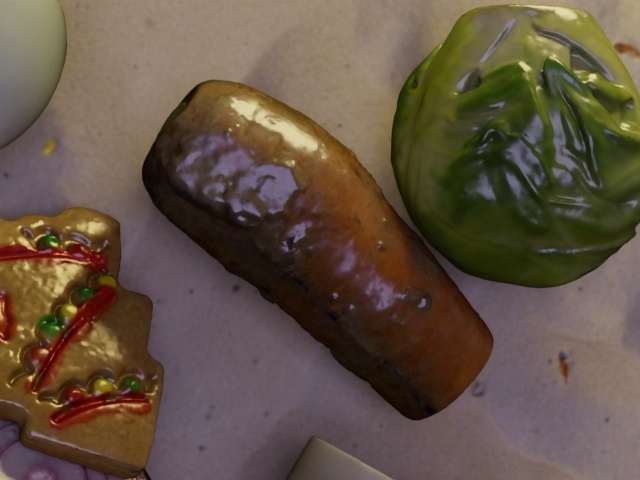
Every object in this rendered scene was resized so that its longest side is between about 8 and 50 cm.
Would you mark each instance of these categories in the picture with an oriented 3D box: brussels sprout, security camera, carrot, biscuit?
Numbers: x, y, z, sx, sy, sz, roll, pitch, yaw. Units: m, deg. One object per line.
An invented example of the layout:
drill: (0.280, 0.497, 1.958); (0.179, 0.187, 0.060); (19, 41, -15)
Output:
brussels sprout: (0.155, -0.070, 1.513); (0.223, 0.161, 0.223); (0, 77, 1)
security camera: (-0.300, -0.140, 1.399); (0.236, 0.194, 0.195); (5, 88, -11)
carrot: (0.000, 0.000, 1.496); (0.302, 0.138, 0.139); (41, 81, -16)
biscuit: (-0.197, 0.072, 1.430); (0.212, 0.041, 0.239); (-25, 70, -39)

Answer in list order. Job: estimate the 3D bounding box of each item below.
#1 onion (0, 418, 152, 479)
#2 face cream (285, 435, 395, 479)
onion: (-0.201, 0.187, 1.451); (0.195, 0.140, 0.218); (25, 43, 0)
face cream: (0.042, 0.276, 1.450); (0.218, 0.218, 0.179); (31, 84, -10)
